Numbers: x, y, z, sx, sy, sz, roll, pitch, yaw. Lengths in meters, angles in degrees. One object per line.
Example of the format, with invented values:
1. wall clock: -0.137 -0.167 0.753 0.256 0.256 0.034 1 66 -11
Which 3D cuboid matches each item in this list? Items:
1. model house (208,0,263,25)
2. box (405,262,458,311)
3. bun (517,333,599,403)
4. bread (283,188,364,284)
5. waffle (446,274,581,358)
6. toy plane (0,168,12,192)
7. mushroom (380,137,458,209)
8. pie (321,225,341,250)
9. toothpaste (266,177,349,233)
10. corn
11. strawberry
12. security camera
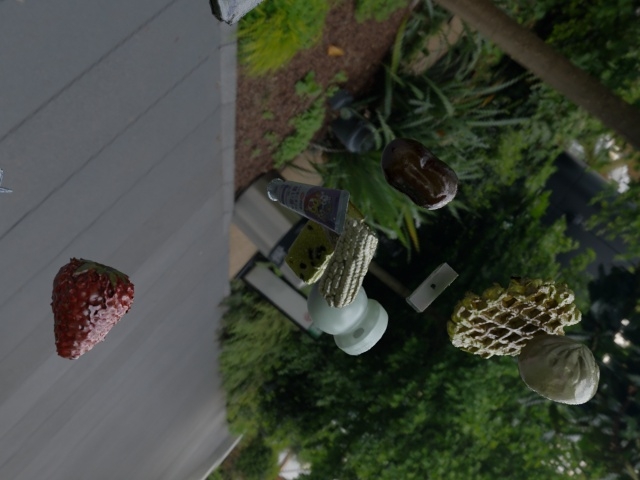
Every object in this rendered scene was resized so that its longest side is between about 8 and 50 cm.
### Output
1. model house: -0.186 -0.677 1.363 0.297 0.282 0.317 -27 131 -14
2. box: 0.281 0.121 1.633 0.129 0.051 0.130 -44 173 -2
3. bun: 0.557 0.282 1.473 0.193 0.178 0.127 -8 113 -47
4. bread: 0.000 0.000 2.068 0.077 0.138 0.361 -32 164 -44
5. waffle: 0.465 0.188 1.541 0.302 0.325 0.068 82 -2 -48
6. toy plane: -0.670 -0.053 1.254 0.267 0.212 0.088 -40 152 22
7. mushroom: 0.255 -0.183 1.767 0.148 0.227 0.217 -45 -174 2
8. pie: 0.043 -0.010 1.808 0.034 0.170 0.092 -17 153 -25
9. toothpaste: -0.033 -0.108 1.728 0.073 0.299 0.114 1 104 -41
10. corn: 0.060 0.040 1.254 0.087 0.087 0.211 -42 159 -53
11. strawberry: -0.567 0.175 1.560 0.205 0.205 0.244 8 103 -82
12. security camera: 0.068 0.215 1.971 0.194 0.236 0.194 -39 -157 20
